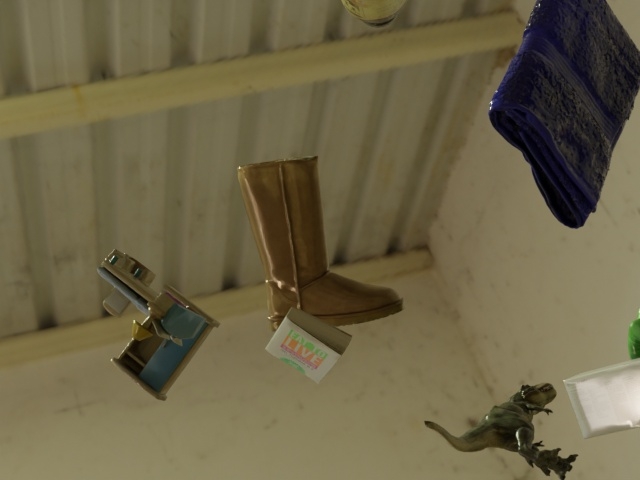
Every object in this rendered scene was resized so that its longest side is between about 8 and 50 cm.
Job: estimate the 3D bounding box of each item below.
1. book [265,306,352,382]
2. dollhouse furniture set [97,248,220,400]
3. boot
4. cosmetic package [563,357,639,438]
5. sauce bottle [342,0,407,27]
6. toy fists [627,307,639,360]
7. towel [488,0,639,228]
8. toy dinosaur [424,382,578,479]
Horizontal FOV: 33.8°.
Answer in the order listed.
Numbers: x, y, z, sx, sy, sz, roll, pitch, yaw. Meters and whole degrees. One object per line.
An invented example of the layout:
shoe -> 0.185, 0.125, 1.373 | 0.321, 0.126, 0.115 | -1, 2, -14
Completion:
book -> -0.020, 0.150, 1.514 | 0.096, 0.035, 0.144 | 31, -28, 1
dollhouse furniture set -> -0.390, 0.154, 2.079 | 0.198, 0.286, 0.303 | -54, -20, -4
boot -> 0.000, 0.000, 1.653 | 0.236, 0.270, 0.089 | -8, 5, 9
cosmetic package -> 0.494, 0.225, 1.594 | 0.060, 0.099, 0.239 | -14, -7, -46
sauce bottle -> 0.079, -0.376, 1.534 | 0.111, 0.111, 0.344 | -26, -4, 4
toy fists -> 0.649, 0.155, 1.783 | 0.279, 0.096, 0.142 | -10, -78, -12
towel -> 0.340, -0.199, 1.391 | 0.076, 0.308, 0.228 | -8, -46, 42
toy dinosaur -> 0.223, 0.223, 1.191 | 0.268, 0.118, 0.064 | -3, -60, -56
